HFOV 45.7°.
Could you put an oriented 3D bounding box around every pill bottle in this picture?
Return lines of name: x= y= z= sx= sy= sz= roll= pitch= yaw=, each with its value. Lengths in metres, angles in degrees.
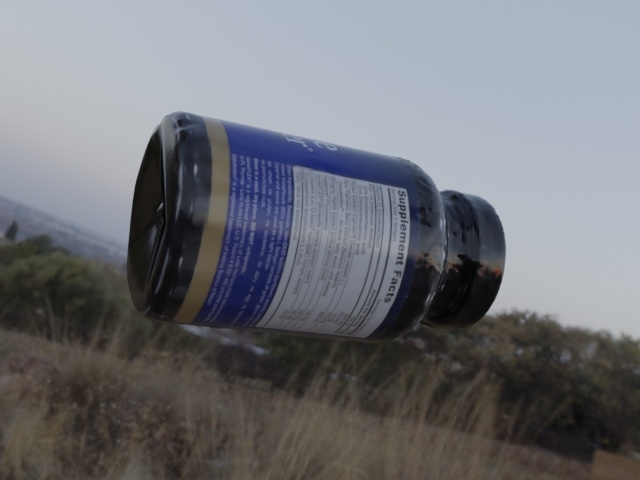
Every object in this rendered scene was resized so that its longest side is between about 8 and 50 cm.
pill bottle: x=0.000 y=0.000 z=0.475 sx=0.219 sy=0.123 sz=0.122 roll=9 pitch=-1 yaw=-25
